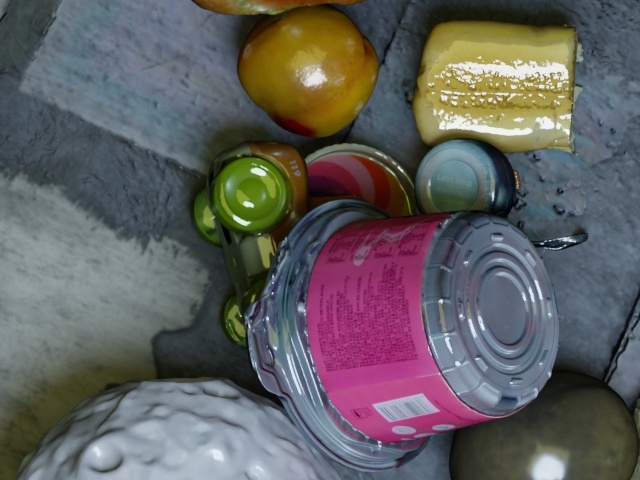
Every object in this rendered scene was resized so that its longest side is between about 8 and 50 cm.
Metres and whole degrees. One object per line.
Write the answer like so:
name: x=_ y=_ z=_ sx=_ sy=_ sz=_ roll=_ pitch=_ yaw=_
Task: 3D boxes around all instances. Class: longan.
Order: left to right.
longan: x=0.213 y=0.205 z=1.650 sx=0.187 sy=0.167 sz=0.167 roll=-23 pitch=85 yaw=8

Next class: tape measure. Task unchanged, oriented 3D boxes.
tape measure: x=0.180 y=-0.043 z=1.704 sx=0.180 sy=0.104 sz=0.107 roll=4 pitch=97 yaw=-41

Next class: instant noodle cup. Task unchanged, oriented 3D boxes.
instant noodle cup: x=0.099 y=0.076 z=1.560 sx=0.182 sy=0.302 sz=0.258 roll=-12 pitch=96 yaw=42

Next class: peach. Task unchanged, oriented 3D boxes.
peach: x=-0.008 y=-0.169 z=1.703 sx=0.138 sy=0.138 sz=0.138 roll=0 pitch=86 yaw=3

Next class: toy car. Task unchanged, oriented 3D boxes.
toy car: x=0.000 y=0.000 z=1.704 sx=0.235 sy=0.145 sz=0.235 roll=2 pitch=82 yaw=-13

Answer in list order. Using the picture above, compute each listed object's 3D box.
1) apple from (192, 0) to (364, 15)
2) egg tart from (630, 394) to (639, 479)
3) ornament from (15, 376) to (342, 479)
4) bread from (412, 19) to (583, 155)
apple: x=-0.036 y=-0.387 z=1.629 sx=0.340 sy=0.339 sz=0.339 roll=0 pitch=86 yaw=3
egg tart: x=0.442 y=0.179 z=1.593 sx=0.352 sy=0.150 sz=0.351 roll=-12 pitch=61 yaw=22
ornament: x=-0.132 y=0.278 z=1.582 sx=0.337 sy=0.337 sz=0.337 roll=0 pitch=86 yaw=3
bread: x=0.179 y=-0.152 z=1.719 sx=0.173 sy=0.085 sz=0.134 roll=4 pitch=94 yaw=2
